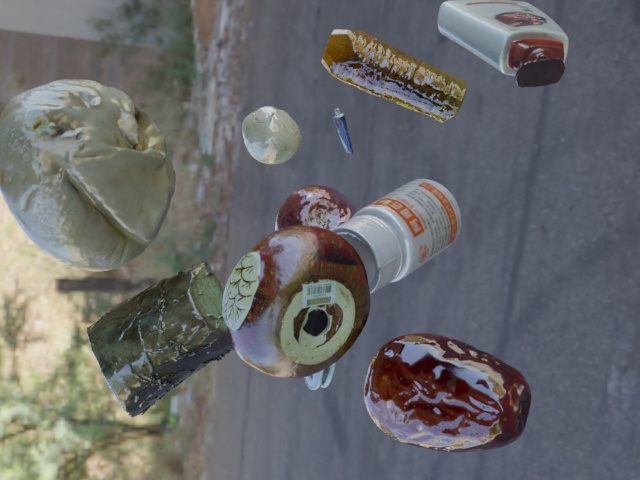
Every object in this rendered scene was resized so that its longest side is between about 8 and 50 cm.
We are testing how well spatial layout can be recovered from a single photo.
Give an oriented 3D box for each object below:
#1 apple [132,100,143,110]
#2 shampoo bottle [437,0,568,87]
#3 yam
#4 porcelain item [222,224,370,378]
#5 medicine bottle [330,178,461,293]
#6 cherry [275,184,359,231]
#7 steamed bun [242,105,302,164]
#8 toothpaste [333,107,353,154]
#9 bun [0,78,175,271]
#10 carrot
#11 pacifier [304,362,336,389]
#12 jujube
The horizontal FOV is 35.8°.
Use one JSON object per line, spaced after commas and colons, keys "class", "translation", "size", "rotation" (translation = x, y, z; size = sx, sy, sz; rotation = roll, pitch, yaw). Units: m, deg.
{"class": "apple", "translation": [-0.478, -0.205, 2.103], "size": [0.242, 0.241, 0.242], "rotation": [15, 112, 43]}
{"class": "shampoo bottle", "translation": [0.269, -0.271, 1.363], "size": [0.284, 0.153, 0.071], "rotation": [-109, 22, -63]}
{"class": "yam", "translation": [-0.283, 0.180, 1.837], "size": [0.202, 0.271, 0.201], "rotation": [59, 176, 1]}
{"class": "porcelain item", "translation": [-0.049, 0.084, 1.568], "size": [0.253, 0.253, 0.252], "rotation": [-176, 90, -75]}
{"class": "medicine bottle", "translation": [0.125, -0.005, 1.709], "size": [0.144, 0.252, 0.144], "rotation": [22, 127, 33]}
{"class": "cherry", "translation": [0.005, -0.008, 2.330], "size": [0.206, 0.239, 0.239], "rotation": [-44, 15, -6]}
{"class": "steamed bun", "translation": [-0.103, -0.212, 2.086], "size": [0.112, 0.130, 0.091], "rotation": [-27, 42, 22]}
{"class": "toothpaste", "translation": [0.038, -0.180, 1.645], "size": [0.027, 0.019, 0.083], "rotation": [33, 144, 63]}
{"class": "bun", "translation": [-0.399, -0.132, 1.762], "size": [0.219, 0.365, 0.365], "rotation": [-29, 49, 27]}
{"class": "carrot", "translation": [0.150, -0.341, 2.037], "size": [0.114, 0.302, 0.114], "rotation": [-155, 90, -90]}
{"class": "pacifier", "translation": [-0.024, 0.217, 1.866], "size": [0.150, 0.117, 0.126], "rotation": [-66, 33, 36]}
{"class": "jujube", "translation": [0.242, 0.298, 1.926], "size": [0.223, 0.318, 0.223], "rotation": [-24, -61, -57]}
